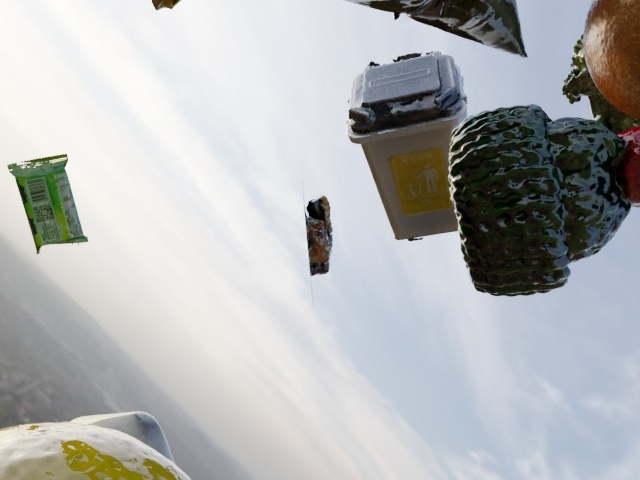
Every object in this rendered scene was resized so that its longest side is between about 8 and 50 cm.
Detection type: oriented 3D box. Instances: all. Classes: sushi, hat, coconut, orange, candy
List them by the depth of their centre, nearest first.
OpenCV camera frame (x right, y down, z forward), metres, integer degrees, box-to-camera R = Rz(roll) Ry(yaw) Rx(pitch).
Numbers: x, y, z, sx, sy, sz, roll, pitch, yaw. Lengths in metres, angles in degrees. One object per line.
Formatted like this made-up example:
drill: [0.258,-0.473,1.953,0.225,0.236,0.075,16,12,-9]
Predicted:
orange: [0.353,-0.199,0.619,0.206,0.206,0.206,40,-17,15]
hat: [0.357,-0.067,0.931,0.242,0.332,0.274,-69,146,-62]
sushi: [0.000,0.000,0.953,0.210,0.040,0.192,124,-39,-89]
coconut: [-0.310,0.356,0.967,0.202,0.222,0.202,33,7,-5]
candy: [-0.495,-0.067,1.196,0.032,0.102,0.178,36,-42,53]

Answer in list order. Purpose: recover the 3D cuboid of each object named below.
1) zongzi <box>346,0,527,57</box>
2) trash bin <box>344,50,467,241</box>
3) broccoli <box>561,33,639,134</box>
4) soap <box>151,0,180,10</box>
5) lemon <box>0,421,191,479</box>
zongzi: [0.171,-0.453,0.850,0.393,0.356,0.174,6,7,-35]
trash bin: [0.214,-0.212,1.466,0.296,0.256,0.367,-85,160,-50]
broccoli: [0.543,-0.253,1.039,0.288,0.235,0.260,11,-13,8]
soap: [-0.131,-0.476,0.938,0.324,0.204,0.096,-23,-58,36]
lemon: [-0.139,0.180,0.296,0.187,0.187,0.244,39,21,17]
